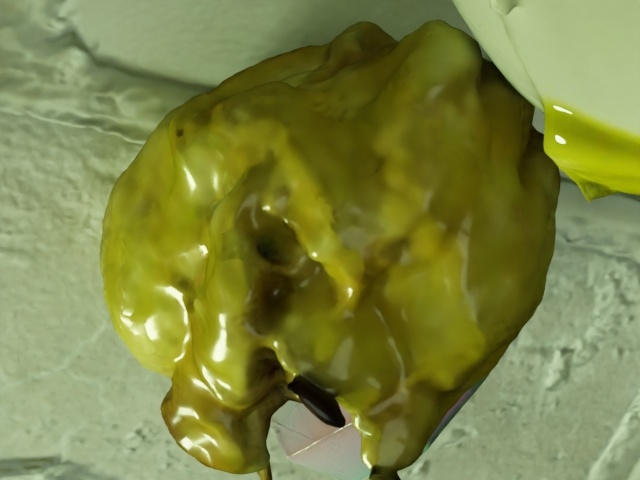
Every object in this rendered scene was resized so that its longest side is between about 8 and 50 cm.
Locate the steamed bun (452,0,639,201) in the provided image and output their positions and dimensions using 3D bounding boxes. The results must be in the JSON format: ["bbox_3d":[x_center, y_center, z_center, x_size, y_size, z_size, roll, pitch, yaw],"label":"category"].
[{"bbox_3d":[0.185,-0.196,0.705,0.334,0.334,0.374,-26,127,-4],"label":"steamed bun"}]

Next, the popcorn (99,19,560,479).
[{"bbox_3d":[-0.002,0.001,0.848,0.190,0.191,0.254,25,104,-16],"label":"popcorn"}]

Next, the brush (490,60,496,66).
[{"bbox_3d":[0.109,-0.104,0.937,0.043,0.014,0.170,14,116,-30],"label":"brush"}]

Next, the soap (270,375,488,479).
[{"bbox_3d":[0.038,0.063,0.972,0.056,0.100,0.149,25,113,-35],"label":"soap"}]
